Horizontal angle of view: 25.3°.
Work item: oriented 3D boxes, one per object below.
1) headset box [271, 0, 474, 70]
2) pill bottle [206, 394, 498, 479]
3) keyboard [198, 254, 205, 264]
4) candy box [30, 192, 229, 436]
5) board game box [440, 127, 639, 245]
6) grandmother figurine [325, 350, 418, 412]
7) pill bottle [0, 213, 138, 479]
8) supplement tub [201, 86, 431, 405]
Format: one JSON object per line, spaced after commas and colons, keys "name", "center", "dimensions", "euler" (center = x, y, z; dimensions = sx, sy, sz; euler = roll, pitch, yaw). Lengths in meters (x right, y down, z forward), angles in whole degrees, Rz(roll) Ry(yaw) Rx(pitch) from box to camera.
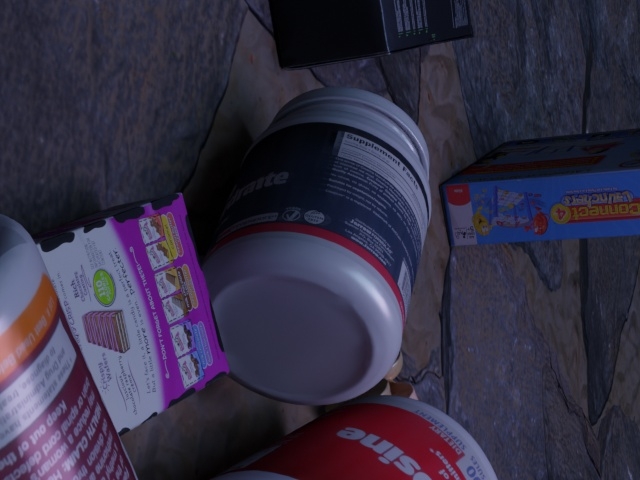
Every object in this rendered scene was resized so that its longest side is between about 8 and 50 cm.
{"name": "headset box", "center": [0.047, -0.324, 1.566], "dimensions": [0.283, 0.131, 0.246], "euler": [-27, 109, -62]}
{"name": "pill bottle", "center": [-0.007, 0.287, 1.232], "dimensions": [0.407, 0.229, 0.229], "euler": [-19, 102, -63]}
{"name": "keyboard", "center": [-0.154, 0.053, 1.231], "dimensions": [0.256, 0.014, 0.072], "euler": [-4, 84, -64]}
{"name": "candy box", "center": [-0.176, 0.066, 1.089], "dimensions": [0.233, 0.071, 0.159], "euler": [-25, 102, -59]}
{"name": "board game box", "center": [0.361, -0.080, 1.946], "dimensions": [0.302, 0.308, 0.086], "euler": [-32, 115, -60]}
{"name": "grandmother figurine", "center": [0.120, 0.299, 1.565], "dimensions": [0.342, 0.104, 0.208], "euler": [62, 34, -17]}
{"name": "pill bottle", "center": [-0.208, 0.200, 0.859], "dimensions": [0.224, 0.224, 0.392], "euler": [-54, 131, -53]}
{"name": "supplement tub", "center": [0.000, 0.000, 1.330], "dimensions": [0.272, 0.191, 0.191], "euler": [-73, 146, -49]}
